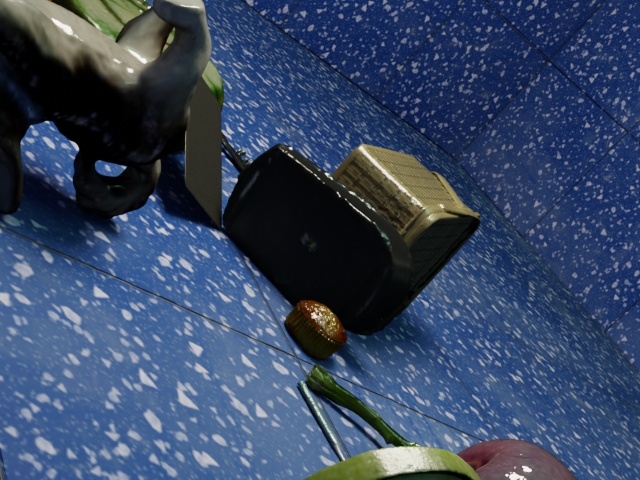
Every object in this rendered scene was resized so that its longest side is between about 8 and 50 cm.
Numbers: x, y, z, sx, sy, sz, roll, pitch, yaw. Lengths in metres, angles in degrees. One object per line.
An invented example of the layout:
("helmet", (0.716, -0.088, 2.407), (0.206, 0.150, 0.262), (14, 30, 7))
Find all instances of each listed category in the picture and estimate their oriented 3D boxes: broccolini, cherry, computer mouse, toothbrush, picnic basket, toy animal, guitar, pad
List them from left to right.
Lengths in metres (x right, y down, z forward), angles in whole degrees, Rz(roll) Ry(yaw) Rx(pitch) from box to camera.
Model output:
("toy animal", (-0.285, -0.148, 1.101), (0.344, 0.302, 0.194), (-1, 35, -35))
("pad", (-0.162, -0.136, 1.488), (0.143, 0.003, 0.211), (58, 25, -59))
("guitar", (-0.196, -0.214, 1.847), (0.271, 0.038, 0.084), (48, 17, 22))
("computer mouse", (0.003, 0.000, 1.482), (0.295, 0.168, 0.087), (44, 22, 11))
("toothbrush", (0.012, 0.218, 1.210), (0.011, 0.014, 0.167), (17, 28, -41))
("picnic basket", (0.103, -0.006, 1.661), (0.175, 0.228, 0.313), (45, 15, 15))
("broccolini", (0.081, 0.247, 1.300), (0.254, 0.071, 0.057), (35, 57, -4))
("cherry", (0.192, 0.308, 1.099), (0.213, 0.184, 0.266), (-30, 95, -58))

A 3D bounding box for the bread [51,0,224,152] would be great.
("bread", (-0.287, -0.270, 1.581), (0.366, 0.129, 0.382), (31, 20, -42))

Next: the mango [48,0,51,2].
("mango", (-0.453, -0.317, 1.220), (0.350, 0.201, 0.199), (42, -30, 30))

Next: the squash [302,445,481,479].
("squash", (0.032, 0.238, 0.802), (0.219, 0.219, 0.041), (30, 18, -41))

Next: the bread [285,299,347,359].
("bread", (-0.001, 0.112, 1.397), (0.085, 0.053, 0.085), (40, 15, -13))
